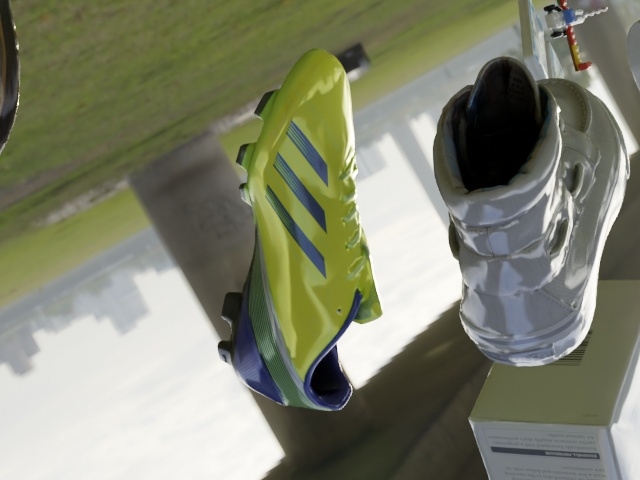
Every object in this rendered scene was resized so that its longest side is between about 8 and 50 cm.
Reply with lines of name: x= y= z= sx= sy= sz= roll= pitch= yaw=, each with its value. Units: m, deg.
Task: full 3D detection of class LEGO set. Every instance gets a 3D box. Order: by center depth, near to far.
LEGO set: x=0.238 y=-0.218 z=1.180 sx=0.060 sy=0.182 sz=0.244 roll=-14 pitch=-127 yaw=22

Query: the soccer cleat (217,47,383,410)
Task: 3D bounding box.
soccer cleat: x=0.001 y=0.000 z=0.868 sx=0.093 sy=0.121 sz=0.289 roll=-43 pitch=149 yaw=-51

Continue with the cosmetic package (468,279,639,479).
cosmetic package: x=0.266 y=0.192 z=1.187 sx=0.138 sy=0.225 sz=0.224 roll=-1 pitch=-147 yaw=29

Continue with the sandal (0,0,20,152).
sandal: x=-0.204 y=-0.143 z=0.656 sx=0.060 sy=0.219 sz=0.090 roll=4 pitch=163 yaw=-30

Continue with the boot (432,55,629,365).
boot: x=0.124 y=-0.056 z=0.694 sx=0.095 sy=0.123 sz=0.258 roll=-5 pitch=-145 yaw=18

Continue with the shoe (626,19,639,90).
shoe: x=0.448 y=-0.206 z=1.514 sx=0.081 sy=0.178 sz=0.063 roll=-29 pitch=-161 yaw=-19
